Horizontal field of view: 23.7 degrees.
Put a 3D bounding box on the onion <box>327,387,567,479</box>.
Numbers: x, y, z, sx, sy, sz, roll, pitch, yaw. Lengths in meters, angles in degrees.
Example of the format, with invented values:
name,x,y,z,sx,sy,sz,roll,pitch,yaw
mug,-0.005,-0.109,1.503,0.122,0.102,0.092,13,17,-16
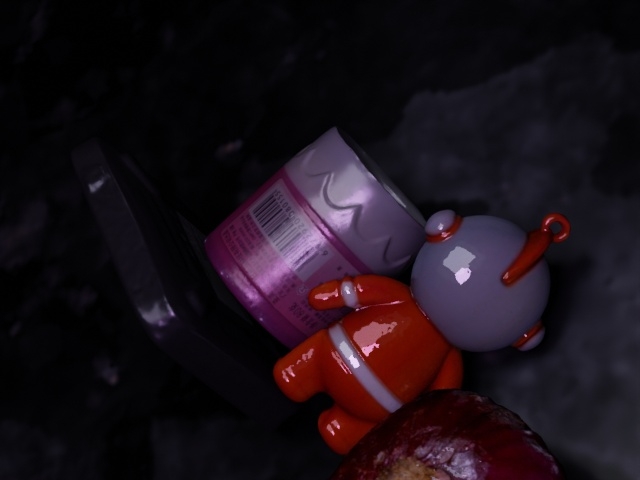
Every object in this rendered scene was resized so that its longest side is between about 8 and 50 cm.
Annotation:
name,x,y,z,sx,sy,sz,roll,pitch,yaw
onion,0.143,0.260,1.409,0.206,0.216,0.207,35,80,34

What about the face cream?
name,x,y,z,sx,sy,sz,roll,pitch,yaw
face cream,0.000,0.000,1.636,0.195,0.175,0.175,-41,53,8

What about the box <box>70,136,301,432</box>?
name,x,y,z,sx,sy,sz,roll,pitch,yaw
box,-0.142,0.045,1.633,0.073,0.289,0.290,-35,51,8

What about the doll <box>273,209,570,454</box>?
name,x,y,z,sx,sy,sz,roll,pitch,yaw
doll,0.114,0.077,1.553,0.336,0.200,0.105,-38,9,11
